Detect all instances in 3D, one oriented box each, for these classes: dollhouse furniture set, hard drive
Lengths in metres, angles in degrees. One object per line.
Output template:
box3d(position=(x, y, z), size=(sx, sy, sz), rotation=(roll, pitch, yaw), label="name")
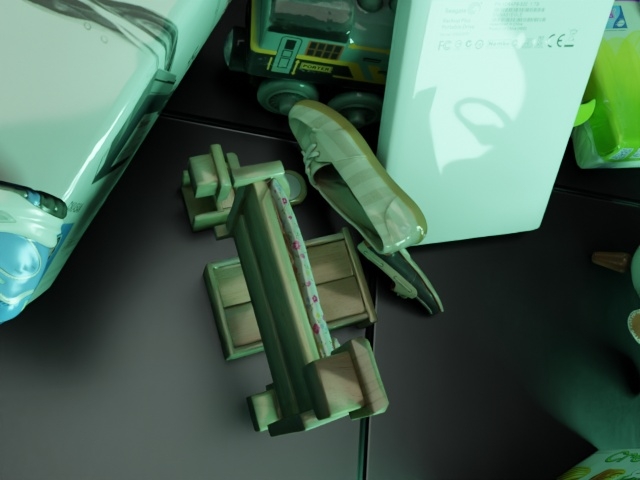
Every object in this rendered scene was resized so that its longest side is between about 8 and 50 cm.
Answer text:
box3d(position=(0.000, 0.000, 0.578), size=(0.173, 0.355, 0.303), rotation=(-13, 77, -19), label="dollhouse furniture set")
box3d(position=(0.182, -0.157, 0.703), size=(0.233, 0.353, 0.047), rotation=(-7, 36, -17), label="hard drive")

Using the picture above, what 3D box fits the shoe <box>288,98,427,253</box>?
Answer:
box3d(position=(0.026, -0.072, 0.698), size=(0.058, 0.076, 0.219), rotation=(-31, 67, -23), label="shoe")

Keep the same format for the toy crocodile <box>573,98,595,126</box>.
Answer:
box3d(position=(0.261, -0.301, 0.856), size=(0.105, 0.115, 0.341), rotation=(-19, 80, 1), label="toy crocodile")

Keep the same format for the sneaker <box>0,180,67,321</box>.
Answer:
box3d(position=(-0.257, -0.009, 0.349), size=(0.211, 0.080, 0.081), rotation=(12, 91, -15), label="sneaker")

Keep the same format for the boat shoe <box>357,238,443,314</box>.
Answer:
box3d(position=(0.097, 0.041, 0.747), size=(0.043, 0.049, 0.137), rotation=(-37, 114, 6), label="boat shoe")

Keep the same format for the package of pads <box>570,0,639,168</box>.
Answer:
box3d(position=(0.457, -0.249, 0.914), size=(0.229, 0.101, 0.297), rotation=(-3, 75, -15), label="package of pads")

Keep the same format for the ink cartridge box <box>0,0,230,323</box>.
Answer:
box3d(position=(-0.219, -0.147, 0.540), size=(0.166, 0.285, 0.395), rotation=(32, 85, -14), label="ink cartridge box")

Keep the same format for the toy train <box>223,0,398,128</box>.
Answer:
box3d(position=(0.058, -0.224, 0.749), size=(0.334, 0.190, 0.142), rotation=(6, 73, -13), label="toy train")

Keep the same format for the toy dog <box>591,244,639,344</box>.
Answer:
box3d(position=(0.410, 0.101, 0.758), size=(0.334, 0.161, 0.220), rotation=(-58, 136, -50), label="toy dog")

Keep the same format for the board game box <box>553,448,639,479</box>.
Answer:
box3d(position=(0.306, 0.264, 0.607), size=(0.193, 0.305, 0.053), rotation=(-23, 78, -21), label="board game box")
